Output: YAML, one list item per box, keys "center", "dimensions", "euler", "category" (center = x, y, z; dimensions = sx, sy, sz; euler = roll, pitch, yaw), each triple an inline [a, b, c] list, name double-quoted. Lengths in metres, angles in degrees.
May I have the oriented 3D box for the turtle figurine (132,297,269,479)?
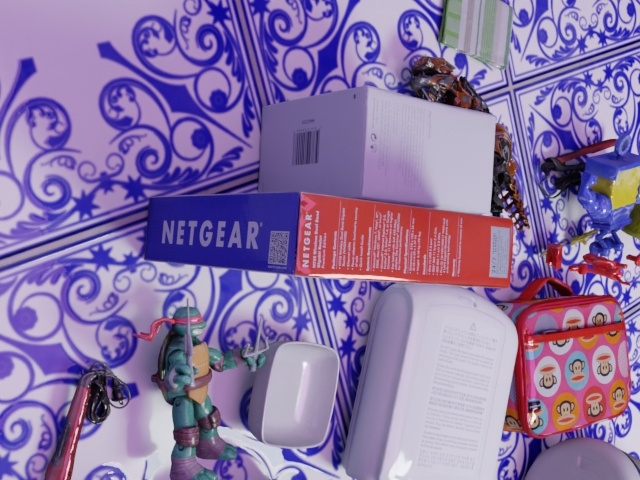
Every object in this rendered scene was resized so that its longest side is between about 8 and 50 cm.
- center: [-0.145, 0.167, 1.026]
  dimensions: [0.175, 0.118, 0.234]
  euler: [-16, 110, -54]
  category: "turtle figurine"

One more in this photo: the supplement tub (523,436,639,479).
- center: [0.524, 0.493, 1.471]
  dimensions: [0.316, 0.228, 0.228]
  euler: [30, 74, -33]
  category: "supplement tub"

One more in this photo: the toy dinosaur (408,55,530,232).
- center: [0.240, -0.132, 1.299]
  dimensions: [0.322, 0.164, 0.218]
  euler: [34, 53, -11]
  category: "toy dinosaur"

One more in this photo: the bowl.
- center: [-0.041, 0.204, 1.136]
  dimensions: [0.142, 0.053, 0.142]
  euler: [17, 81, -48]
  category: "bowl"

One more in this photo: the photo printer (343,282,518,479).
- center: [0.175, 0.220, 1.275]
  dimensions: [0.256, 0.107, 0.307]
  euler: [17, 81, -34]
  category: "photo printer"

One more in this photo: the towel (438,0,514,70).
- center: [0.254, -0.351, 1.376]
  dimensions: [0.152, 0.023, 0.113]
  euler: [12, 82, -34]
  category: "towel"

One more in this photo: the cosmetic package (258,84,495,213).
- center: [0.072, -0.107, 1.115]
  dimensions: [0.224, 0.224, 0.138]
  euler: [3, 89, -37]
  category: "cosmetic package"

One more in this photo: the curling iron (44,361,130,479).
- center: [-0.288, 0.276, 0.973]
  dimensions: [0.068, 0.035, 0.274]
  euler: [26, 76, -34]
  category: "curling iron"

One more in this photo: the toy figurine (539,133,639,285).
- center: [0.553, -0.080, 1.473]
  dimensions: [0.362, 0.191, 0.217]
  euler: [-15, 113, -36]
  category: "toy figurine"

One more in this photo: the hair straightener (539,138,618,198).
- center: [0.474, -0.122, 1.527]
  dimensions: [0.230, 0.047, 0.089]
  euler: [-18, 103, -37]
  category: "hair straightener"

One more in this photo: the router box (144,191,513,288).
- center: [0.000, 0.000, 0.997]
  dimensions: [0.301, 0.335, 0.082]
  euler: [5, 88, -36]
  category: "router box"

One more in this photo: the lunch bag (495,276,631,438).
- center: [0.406, 0.191, 1.450]
  dimensions: [0.293, 0.120, 0.258]
  euler: [-3, 89, -36]
  category: "lunch bag"
